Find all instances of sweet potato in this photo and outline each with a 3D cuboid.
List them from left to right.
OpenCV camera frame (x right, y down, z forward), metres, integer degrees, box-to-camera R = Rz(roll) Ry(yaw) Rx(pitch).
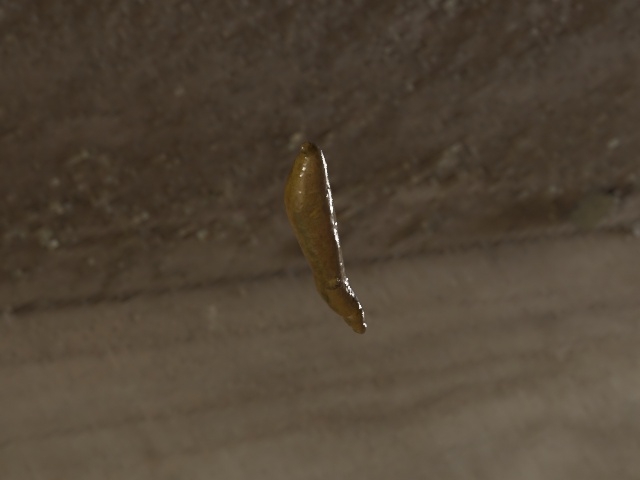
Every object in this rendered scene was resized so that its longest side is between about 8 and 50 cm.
[{"bbox_3d":[0.000,0.000,0.855,0.026,0.026,0.115,-24,126,-13],"label":"sweet potato"}]
